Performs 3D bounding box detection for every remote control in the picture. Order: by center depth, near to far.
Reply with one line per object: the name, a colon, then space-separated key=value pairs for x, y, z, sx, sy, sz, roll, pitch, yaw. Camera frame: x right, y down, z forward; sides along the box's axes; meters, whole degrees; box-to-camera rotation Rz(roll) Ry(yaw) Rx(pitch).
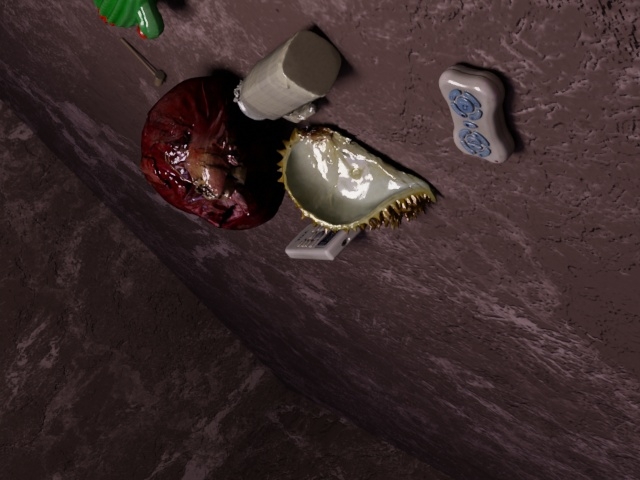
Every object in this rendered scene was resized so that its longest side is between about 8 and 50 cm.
remote control: x=0.171 y=-0.135 z=0.771 sx=0.074 sy=0.032 sz=0.122 roll=25 pitch=157 yaw=38
remote control: x=0.000 y=0.000 z=1.327 sx=0.029 sy=0.087 sz=0.190 roll=51 pitch=160 yaw=-17

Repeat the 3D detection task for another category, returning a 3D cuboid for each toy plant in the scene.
toy plant: x=-0.304 y=-0.384 z=1.062 sx=0.240 sy=0.088 sz=0.154 roll=37 pitch=152 yaw=47

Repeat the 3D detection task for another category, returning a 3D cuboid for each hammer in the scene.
hammer: x=-0.336 y=-0.338 z=1.329 sx=0.110 sy=0.019 sz=0.035 roll=45 pitch=161 yaw=-5

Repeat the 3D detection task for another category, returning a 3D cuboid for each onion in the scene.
onion: x=-0.165 y=-0.127 z=1.163 sx=0.281 sy=0.221 sz=0.281 roll=52 pitch=176 yaw=5

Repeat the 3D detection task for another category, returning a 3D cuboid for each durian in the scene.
durian: x=0.053 y=-0.085 z=1.057 sx=0.252 sy=0.144 sz=0.139 roll=40 pitch=125 yaw=24

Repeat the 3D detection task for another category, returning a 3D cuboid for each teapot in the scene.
teapot: x=-0.039 y=-0.208 z=0.961 sx=0.107 sy=0.077 sz=0.200 roll=27 pitch=167 yaw=-22
